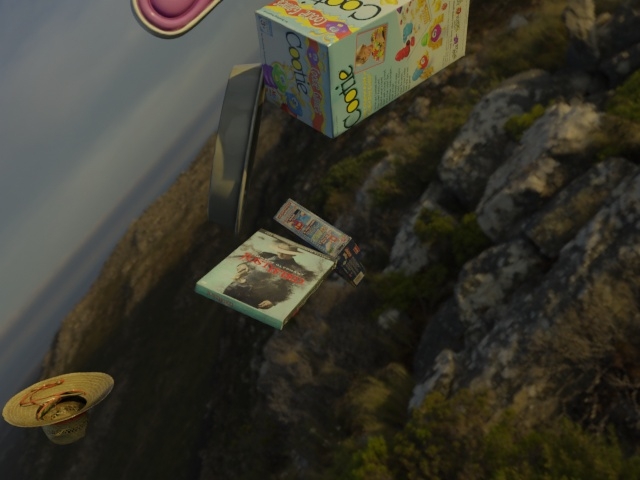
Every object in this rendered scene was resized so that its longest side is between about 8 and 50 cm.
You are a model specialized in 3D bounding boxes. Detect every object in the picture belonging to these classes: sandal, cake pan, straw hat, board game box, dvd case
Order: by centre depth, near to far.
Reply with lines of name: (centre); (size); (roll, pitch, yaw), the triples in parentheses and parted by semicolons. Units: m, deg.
dvd case: (-0.046, 0.032, 0.654); (0.119, 0.087, 0.013); (-43, -29, -56)
straw hat: (-0.328, 0.227, 0.918); (0.144, 0.061, 0.144); (-9, 16, 3)
board game box: (0.064, -0.286, 0.995); (0.275, 0.142, 0.144); (-35, -38, -27)
cake pan: (-0.133, -0.152, 1.153); (0.293, 0.054, 0.293); (-170, 90, -85)
sandal: (-0.158, -0.514, 1.193); (0.416, 0.169, 0.102); (-59, 19, -2)
board game box: (0.000, 0.000, 1.518); (0.060, 0.194, 0.194); (-50, -26, -6)
